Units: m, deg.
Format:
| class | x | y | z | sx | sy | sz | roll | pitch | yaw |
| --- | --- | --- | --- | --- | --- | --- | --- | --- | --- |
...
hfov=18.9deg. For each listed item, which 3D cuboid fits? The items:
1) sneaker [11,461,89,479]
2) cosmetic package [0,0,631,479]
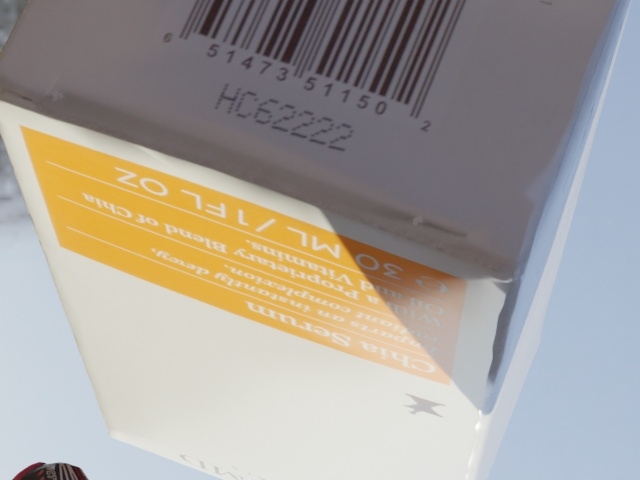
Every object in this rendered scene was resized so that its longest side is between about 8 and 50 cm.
| class | x | y | z | sx | sy | sz | roll | pitch | yaw |
| --- | --- | --- | --- | --- | --- | --- | --- | --- | --- |
| sneaker | 0.011 | 0.166 | 0.661 | 0.299 | 0.112 | 0.121 | 32 | -20 | 17 |
| cosmetic package | 0.000 | 0.000 | 0.956 | 0.453 | 0.230 | 0.161 | 87 | 24 | -67 |
